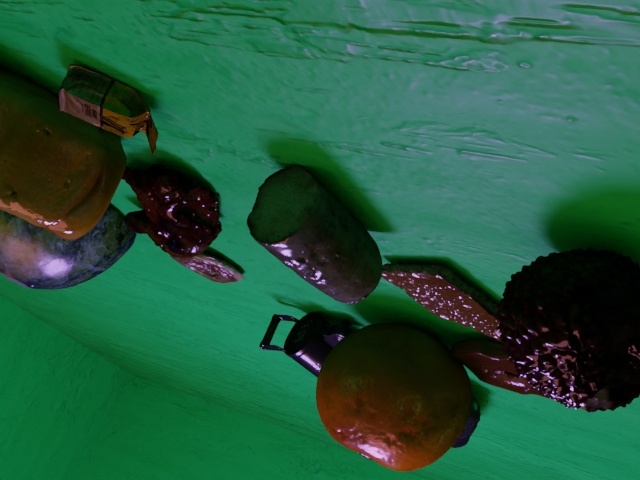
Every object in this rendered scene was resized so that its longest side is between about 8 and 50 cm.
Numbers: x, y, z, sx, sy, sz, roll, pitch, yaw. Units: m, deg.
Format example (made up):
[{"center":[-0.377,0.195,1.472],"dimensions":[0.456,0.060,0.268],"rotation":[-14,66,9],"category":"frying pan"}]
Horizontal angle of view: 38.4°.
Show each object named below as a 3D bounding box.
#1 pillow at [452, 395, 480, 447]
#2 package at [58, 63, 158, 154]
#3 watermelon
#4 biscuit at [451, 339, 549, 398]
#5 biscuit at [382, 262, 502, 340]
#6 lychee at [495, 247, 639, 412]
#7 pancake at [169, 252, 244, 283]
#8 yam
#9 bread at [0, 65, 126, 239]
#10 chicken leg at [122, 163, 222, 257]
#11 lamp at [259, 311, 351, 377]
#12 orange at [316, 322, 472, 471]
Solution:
[{"center":[0.242,0.340,1.854],"dimensions":[0.162,0.092,0.335],"rotation":[23,162,14],"category":"pillow"},{"center":[-0.250,-0.160,1.112],"dimensions":[0.131,0.047,0.071],"rotation":[23,160,-4],"category":"package"},{"center":[-0.462,-0.020,1.650],"dimensions":[0.305,0.224,0.180],"rotation":[34,-156,-36],"category":"watermelon"},{"center":[0.326,0.205,1.458],"dimensions":[0.215,0.034,0.182],"rotation":[5,155,40],"category":"biscuit"},{"center":[0.200,0.092,1.307],"dimensions":[0.237,0.026,0.131],"rotation":[35,161,-33],"category":"biscuit"},{"center":[0.277,0.090,0.980],"dimensions":[0.188,0.188,0.188],"rotation":[21,162,7],"category":"lychee"},{"center":[-0.210,0.042,1.674],"dimensions":[0.152,0.025,0.151],"rotation":[22,163,7],"category":"pancake"},{"center":[0.000,0.000,1.161],"dimensions":[0.107,0.107,0.194],"rotation":[9,158,38],"category":"yam"},{"center":[-0.410,-0.132,1.210],"dimensions":[0.294,0.166,0.132],"rotation":[31,-176,-27],"category":"bread"},{"center":[-0.241,-0.042,1.406],"dimensions":[0.177,0.083,0.322],"rotation":[31,161,6],"category":"chicken leg"},{"center":[0.026,0.217,1.734],"dimensions":[0.227,0.147,0.172],"rotation":[40,144,-23],"category":"lamp"},{"center":[0.122,0.259,1.549],"dimensions":[0.261,0.261,0.261],"rotation":[21,162,7],"category":"orange"}]
